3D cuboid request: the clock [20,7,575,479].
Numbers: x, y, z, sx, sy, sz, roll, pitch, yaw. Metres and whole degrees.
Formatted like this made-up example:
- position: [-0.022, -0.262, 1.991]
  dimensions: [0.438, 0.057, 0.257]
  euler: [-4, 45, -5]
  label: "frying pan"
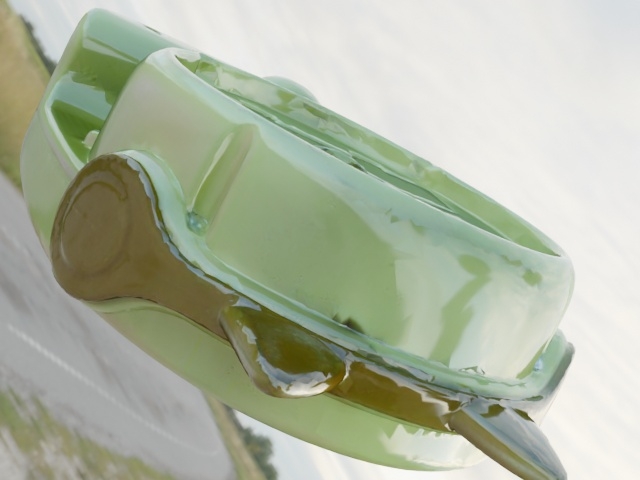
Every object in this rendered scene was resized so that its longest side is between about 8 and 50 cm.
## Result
- position: [0.000, 0.000, 0.543]
  dimensions: [0.286, 0.117, 0.348]
  euler: [23, 12, -24]
  label: "clock"
